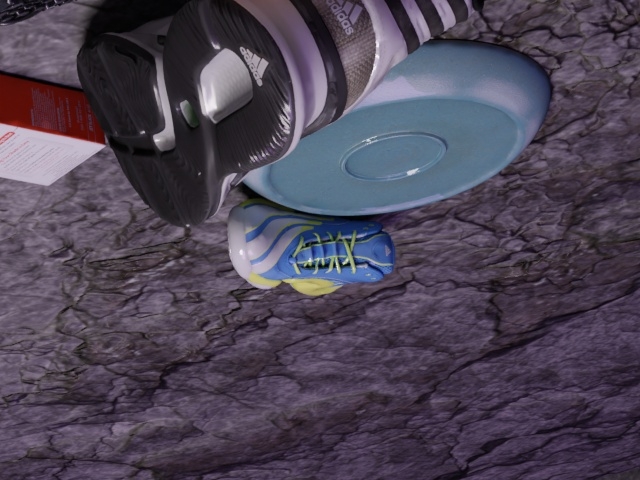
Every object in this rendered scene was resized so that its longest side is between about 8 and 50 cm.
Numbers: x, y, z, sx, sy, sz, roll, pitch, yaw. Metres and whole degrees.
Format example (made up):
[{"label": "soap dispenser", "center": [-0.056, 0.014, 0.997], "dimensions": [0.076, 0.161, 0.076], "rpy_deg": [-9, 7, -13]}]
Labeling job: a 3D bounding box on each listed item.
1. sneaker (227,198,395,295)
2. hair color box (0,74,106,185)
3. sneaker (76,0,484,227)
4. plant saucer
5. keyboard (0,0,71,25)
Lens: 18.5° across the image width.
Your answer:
[{"label": "sneaker", "center": [0.000, 0.000, 1.980], "dimensions": [0.126, 0.091, 0.240], "rpy_deg": [-10, 171, 21]}, {"label": "hair color box", "center": [-0.279, -0.099, 1.680], "dimensions": [0.167, 0.053, 0.093], "rpy_deg": [9, 152, -42]}, {"label": "sneaker", "center": [-0.016, -0.145, 1.530], "dimensions": [0.257, 0.169, 0.447], "rpy_deg": [-29, -173, -22]}, {"label": "plant saucer", "center": [0.066, -0.094, 1.856], "dimensions": [0.318, 0.043, 0.317], "rpy_deg": [-8, 158, -3]}, {"label": "keyboard", "center": [-0.116, -0.199, 1.371], "dimensions": [0.317, 0.033, 0.201], "rpy_deg": [-22, -170, -30]}]
